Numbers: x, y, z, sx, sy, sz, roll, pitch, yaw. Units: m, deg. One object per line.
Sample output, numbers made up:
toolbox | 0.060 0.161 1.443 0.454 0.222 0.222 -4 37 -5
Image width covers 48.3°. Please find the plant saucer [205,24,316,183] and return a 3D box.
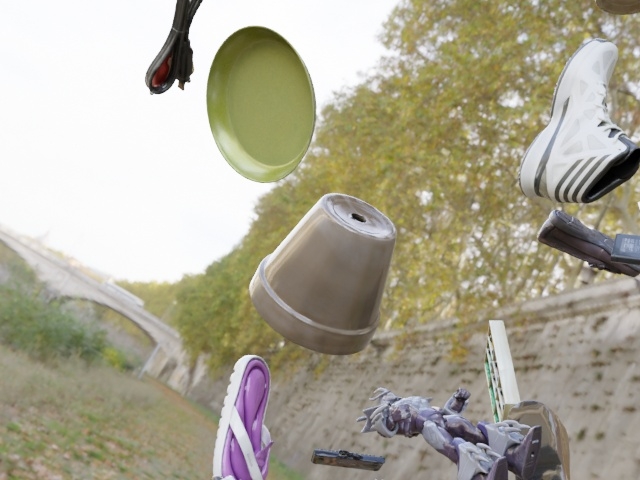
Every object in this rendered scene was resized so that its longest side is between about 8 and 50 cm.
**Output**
plant saucer | -0.088 -0.210 1.114 0.241 0.240 0.037 17 22 39

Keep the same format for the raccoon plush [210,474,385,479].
raccoon plush | -0.003 0.419 0.663 0.446 0.299 0.216 -123 -146 -44

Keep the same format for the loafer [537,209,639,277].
loafer | 0.727 0.024 1.928 0.303 0.109 0.095 29 -60 -8

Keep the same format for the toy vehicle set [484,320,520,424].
toy vehicle set | 0.443 0.348 1.756 0.035 0.266 0.166 -1 -52 4

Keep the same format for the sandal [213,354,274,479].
sandal | -0.168 0.477 1.726 0.102 0.416 0.169 -14 -26 33

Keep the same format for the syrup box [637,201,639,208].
syrup box | 1.071 -0.042 2.183 0.093 0.096 0.237 -28 -47 31

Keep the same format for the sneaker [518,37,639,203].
sneaker | 0.696 -0.281 1.754 0.257 0.447 0.169 21 -7 44

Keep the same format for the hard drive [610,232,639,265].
hard drive | 0.754 0.024 1.661 0.135 0.094 0.022 7 -50 27

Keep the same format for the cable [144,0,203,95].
cable | -0.284 -0.393 1.369 0.072 0.139 0.287 38 -42 21

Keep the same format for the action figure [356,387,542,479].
action figure | 0.179 0.276 1.061 0.185 0.099 0.285 -12 19 -36

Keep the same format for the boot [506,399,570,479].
boot | 0.349 0.407 1.086 0.112 0.305 0.115 -13 -33 36

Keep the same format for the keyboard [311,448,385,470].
keyboard | 0.070 0.549 1.801 0.180 0.023 0.108 7 -34 -4

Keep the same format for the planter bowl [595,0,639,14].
planter bowl | 0.543 -0.469 1.262 0.162 0.109 0.162 11 -8 2

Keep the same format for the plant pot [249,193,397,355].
plant pot | 0.034 0.055 1.657 0.323 0.280 0.323 21 25 -11
